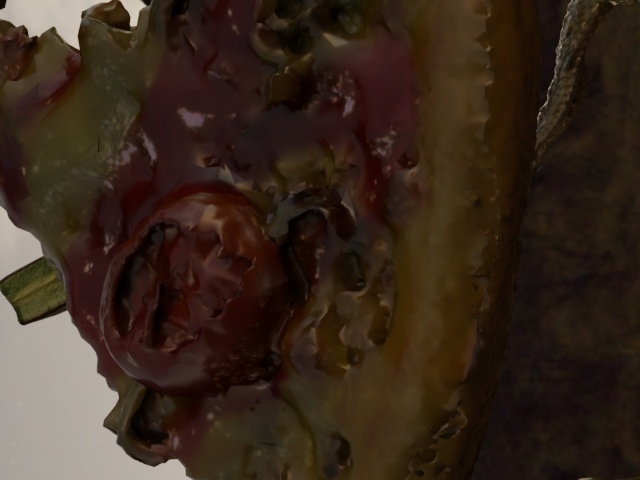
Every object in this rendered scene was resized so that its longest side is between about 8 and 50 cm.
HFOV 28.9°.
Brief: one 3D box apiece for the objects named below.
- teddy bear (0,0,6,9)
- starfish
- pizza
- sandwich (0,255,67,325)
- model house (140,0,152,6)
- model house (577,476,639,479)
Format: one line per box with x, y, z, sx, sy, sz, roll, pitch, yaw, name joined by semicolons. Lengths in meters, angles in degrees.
-0.380;-0.200;0.827;0.267;0.256;0.156;-43;-10;-17;teddy bear
0.334;-0.270;1.190;0.398;0.132;0.384;-53;4;-16;starfish
-0.080;-0.018;0.679;0.130;0.406;0.439;-10;-67;-55;pizza
-0.336;0.061;1.570;0.074;0.116;0.074;59;169;12;sandwich
-0.219;-0.431;1.473;0.206;0.178;0.271;-47;-19;1;model house
0.324;0.313;1.137;0.268;0.239;0.173;45;122;41;model house
